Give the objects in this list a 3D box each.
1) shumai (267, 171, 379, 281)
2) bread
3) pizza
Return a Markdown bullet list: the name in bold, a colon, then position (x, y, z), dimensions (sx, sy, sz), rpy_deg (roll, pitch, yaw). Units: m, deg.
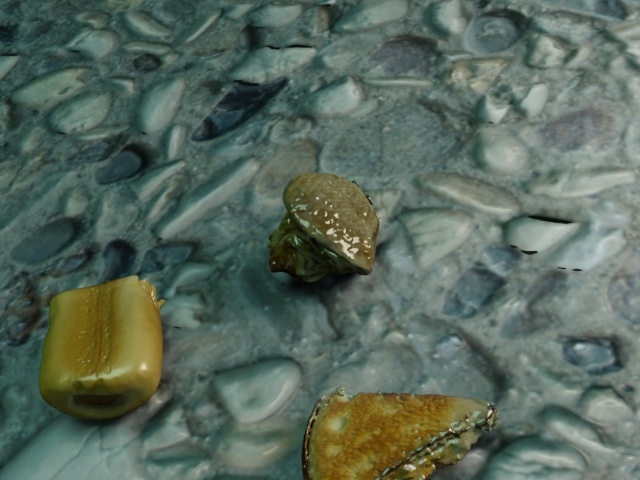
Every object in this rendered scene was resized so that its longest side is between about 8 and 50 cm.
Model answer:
- **shumai**: position (-0.003, -0.002, 1.233), dimensions (0.116, 0.146, 0.145), rpy_deg (-50, 30, 31)
- **bread**: position (-0.236, 0.122, 1.192), dimensions (0.134, 0.085, 0.173), rpy_deg (-11, 41, 4)
- **pizza**: position (0.077, 0.194, 1.024), dimensions (0.195, 0.052, 0.185), rpy_deg (-17, 34, 10)
